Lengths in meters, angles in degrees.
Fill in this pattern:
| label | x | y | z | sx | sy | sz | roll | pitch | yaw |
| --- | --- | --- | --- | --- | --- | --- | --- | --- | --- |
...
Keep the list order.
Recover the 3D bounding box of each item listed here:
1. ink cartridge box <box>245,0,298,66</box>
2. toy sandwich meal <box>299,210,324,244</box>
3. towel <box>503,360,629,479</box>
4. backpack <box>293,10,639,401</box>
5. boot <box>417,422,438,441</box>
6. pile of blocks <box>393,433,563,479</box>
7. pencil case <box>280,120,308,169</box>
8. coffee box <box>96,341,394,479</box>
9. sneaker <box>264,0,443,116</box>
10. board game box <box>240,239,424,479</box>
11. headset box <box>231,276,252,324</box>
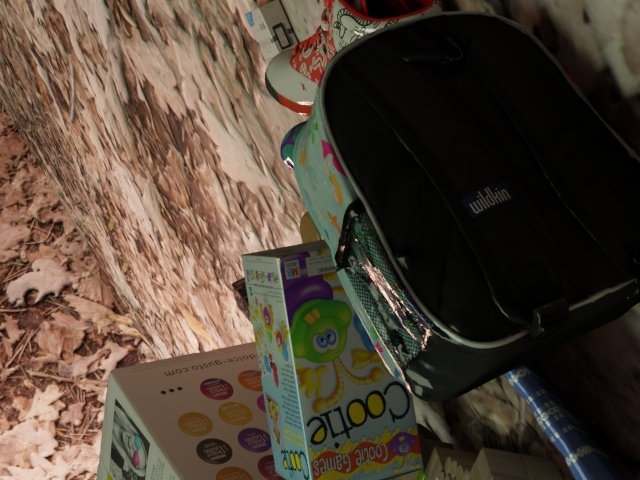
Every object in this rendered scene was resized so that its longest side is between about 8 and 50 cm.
| label | x | y | z | sx | sy | sz | roll | pitch | yaw |
| --- | --- | --- | --- | --- | --- | --- | --- | --- | --- |
| ink cartridge box | -0.049 | -0.224 | 1.186 | 0.083 | 0.028 | 0.048 | 66 | 161 | -12 |
| toy sandwich meal | 0.000 | 0.000 | 1.376 | 0.085 | 0.029 | 0.085 | 164 | 90 | -71 |
| towel | 0.157 | 0.101 | 0.933 | 0.336 | 0.040 | 0.243 | 54 | -173 | 22 |
| backpack | 0.103 | -0.032 | 0.762 | 0.253 | 0.225 | 0.191 | 61 | 157 | 16 |
| boot | 0.142 | 0.300 | 1.415 | 0.106 | 0.037 | 0.114 | 55 | 165 | 14 |
| pile of blocks | 0.179 | 0.305 | 1.178 | 0.362 | 0.113 | 0.149 | 149 | 132 | -76 |
| pencil case | 0.018 | -0.069 | 1.173 | 0.151 | 0.064 | 0.070 | 48 | 140 | 37 |
| coffee box | -0.122 | 0.395 | 1.614 | 0.334 | 0.338 | 0.338 | 45 | 132 | 41 |
| sneaker | 0.027 | -0.181 | 0.961 | 0.270 | 0.090 | 0.145 | 32 | 145 | 49 |
| board game box | 0.012 | 0.141 | 1.251 | 0.144 | 0.142 | 0.275 | -178 | 78 | -69 |
| headset box | -0.121 | 0.108 | 1.830 | 0.083 | 0.032 | 0.062 | 47 | 156 | 40 |
